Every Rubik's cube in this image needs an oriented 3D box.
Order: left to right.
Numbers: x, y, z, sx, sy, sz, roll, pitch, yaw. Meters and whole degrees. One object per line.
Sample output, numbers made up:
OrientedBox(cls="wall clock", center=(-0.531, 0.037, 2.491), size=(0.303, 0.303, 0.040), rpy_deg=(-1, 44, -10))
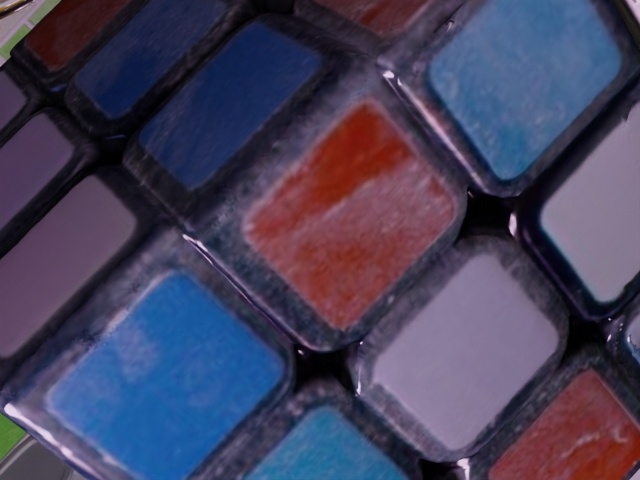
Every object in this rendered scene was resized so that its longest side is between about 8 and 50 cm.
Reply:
OrientedBox(cls="Rubik's cube", center=(0.000, 0.000, 0.765), size=(0.363, 0.359, 0.362), rpy_deg=(45, 179, -36))

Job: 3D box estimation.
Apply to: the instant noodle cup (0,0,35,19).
OrientedBox(cls="instant noodle cup", center=(-0.322, -0.359, 1.102), size=(0.296, 0.296, 0.214), rpy_deg=(41, 169, 46))

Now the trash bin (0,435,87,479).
OrientedBox(cls="trash bin", center=(-0.133, 0.178, 0.659), size=(0.059, 0.116, 0.130), rpy_deg=(31, 166, 49))
